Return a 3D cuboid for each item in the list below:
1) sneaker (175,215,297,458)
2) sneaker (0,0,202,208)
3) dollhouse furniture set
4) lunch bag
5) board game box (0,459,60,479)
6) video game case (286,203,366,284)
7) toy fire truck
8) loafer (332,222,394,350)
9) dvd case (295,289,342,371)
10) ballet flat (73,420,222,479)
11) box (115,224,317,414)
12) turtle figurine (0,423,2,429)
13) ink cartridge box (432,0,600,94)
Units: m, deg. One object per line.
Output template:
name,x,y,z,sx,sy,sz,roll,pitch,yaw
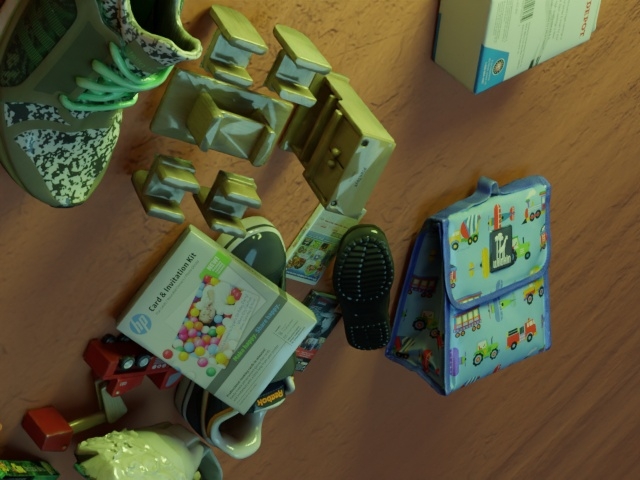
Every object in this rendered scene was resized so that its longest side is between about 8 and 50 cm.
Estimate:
sneaker,-0.085,0.127,1.765,0.126,0.127,0.321,-16,134,-37
sneaker,-0.189,-0.179,1.274,0.158,0.182,0.410,-16,136,-39
dollhouse furniture set,-0.067,-0.130,1.549,0.242,0.161,0.212,15,115,-30
lunch bag,0.225,0.039,2.053,0.221,0.138,0.293,-19,125,-35
board game box,-0.375,0.302,1.609,0.136,0.030,0.260,-47,172,-6
video game case,0.000,0.000,1.832,0.122,0.011,0.087,-55,147,11
toy fire truck,-0.247,0.177,1.701,0.192,0.047,0.135,-3,127,-48
loafer,0.054,0.051,1.898,0.080,0.078,0.220,-2,136,-1
dvd case,-0.018,0.123,1.938,0.119,0.013,0.087,-54,146,12
ballet flat,-0.197,0.295,1.795,0.147,0.147,0.409,-41,159,-9
box,-0.120,0.093,1.666,0.186,0.038,0.145,37,97,-14
turtle figurine,-0.473,0.232,1.465,0.269,0.087,0.217,-39,141,-9
ink cartridge box,0.244,-0.288,1.741,0.203,0.086,0.148,-28,142,-29
